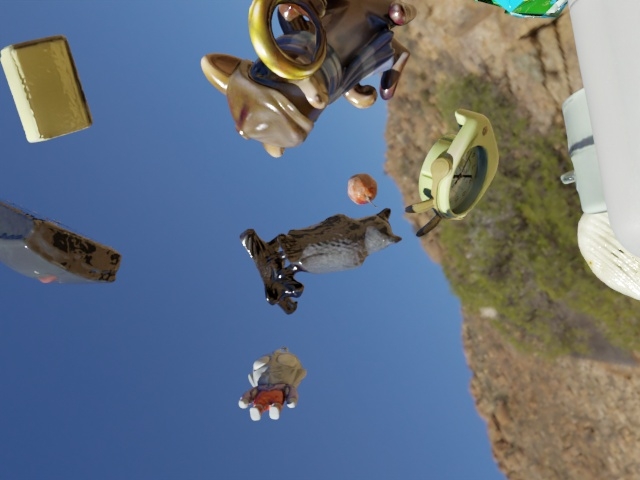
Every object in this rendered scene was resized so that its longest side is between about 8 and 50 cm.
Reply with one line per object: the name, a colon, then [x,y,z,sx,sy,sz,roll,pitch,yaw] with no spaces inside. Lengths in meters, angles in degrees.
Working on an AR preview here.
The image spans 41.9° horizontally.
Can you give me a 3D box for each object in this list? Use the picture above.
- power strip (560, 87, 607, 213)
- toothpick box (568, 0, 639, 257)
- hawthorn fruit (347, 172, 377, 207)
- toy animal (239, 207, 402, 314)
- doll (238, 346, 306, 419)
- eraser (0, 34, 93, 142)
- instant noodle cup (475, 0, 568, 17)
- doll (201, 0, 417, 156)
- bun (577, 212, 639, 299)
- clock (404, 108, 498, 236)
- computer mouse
power strip: [0.480,-0.140,1.070,0.357,0.357,0.162,-3,-98,-70]
toothpick box: [0.363,-0.110,0.763,0.229,0.228,0.317,-8,-92,-71]
hawthorn fruit: [0.094,-0.095,1.748,0.066,0.066,0.103,37,-156,-46]
toy animal: [0.003,-0.003,1.155,0.121,0.210,0.117,64,-179,29]
doll: [-0.076,0.236,1.413,0.227,0.102,0.075,-70,-24,-68]
eraser: [-0.491,-0.273,1.498,0.117,0.058,0.172,-28,-71,-41]
instant noodle cup: [0.295,-0.455,1.156,0.240,0.240,0.178,59,160,11]
doll: [0.003,-0.282,1.279,0.209,0.340,0.318,19,144,43]
bun: [0.650,-0.010,1.635,0.168,0.273,0.273,-17,-108,-51]
clock: [0.242,-0.115,1.544,0.069,0.232,0.170,25,159,33]
computer mouse: [-0.443,0.011,1.316,0.170,0.100,0.269,24,176,-42]
